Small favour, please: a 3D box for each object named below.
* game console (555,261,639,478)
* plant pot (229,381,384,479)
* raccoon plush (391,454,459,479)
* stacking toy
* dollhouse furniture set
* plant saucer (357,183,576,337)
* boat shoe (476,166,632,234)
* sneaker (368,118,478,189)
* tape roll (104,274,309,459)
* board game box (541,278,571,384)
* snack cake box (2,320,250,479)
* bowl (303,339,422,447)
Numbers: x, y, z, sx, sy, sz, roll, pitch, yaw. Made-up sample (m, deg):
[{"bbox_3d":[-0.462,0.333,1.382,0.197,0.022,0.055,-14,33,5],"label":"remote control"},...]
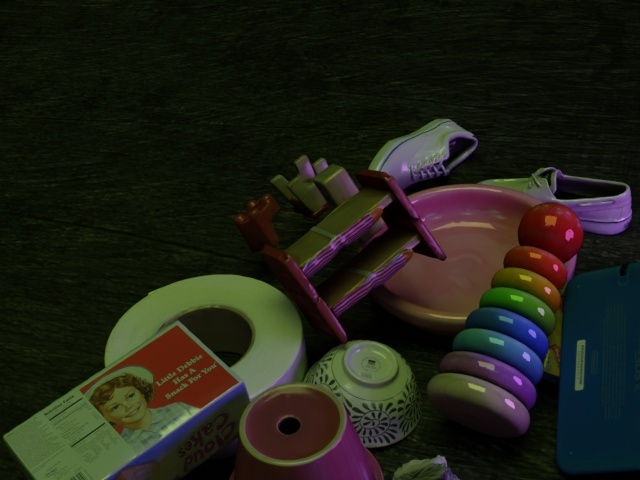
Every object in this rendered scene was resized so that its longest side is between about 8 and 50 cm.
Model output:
[{"bbox_3d":[0.462,0.185,1.318,0.250,0.173,0.293,-15,51,38],"label":"game console"},{"bbox_3d":[-0.023,0.280,1.234,0.201,0.180,0.201,-4,39,3],"label":"plant pot"},{"bbox_3d":[0.219,0.416,1.084,0.216,0.299,0.446,-21,5,7],"label":"raccoon plush"},{"bbox_3d":[0.264,0.091,1.367,0.141,0.141,0.330,15,66,26],"label":"stacking toy"},{"bbox_3d":[0.000,0.000,1.536,0.201,0.152,0.374,-38,19,-12],"label":"dollhouse furniture set"},{"bbox_3d":[0.226,0.038,1.571,0.332,0.084,0.332,-6,38,4],"label":"plant saucer"},{"bbox_3d":[0.381,-0.077,1.684,0.268,0.088,0.096,13,43,24],"label":"boat shoe"},{"bbox_3d":[0.182,-0.145,1.798,0.091,0.094,0.258,22,46,38],"label":"sneaker"},{"bbox_3d":[-0.160,0.175,1.453,0.286,0.100,0.286,-5,39,4],"label":"tape roll"},{"bbox_3d":[0.361,0.134,1.406,0.104,0.026,0.154,19,60,-5],"label":"board game box"},{"bbox_3d":[-0.232,0.233,1.250,0.264,0.089,0.152,-33,46,-24],"label":"snack cake box"},{"bbox_3d":[0.062,0.190,1.382,0.170,0.080,0.170,5,42,-5],"label":"bowl"}]
